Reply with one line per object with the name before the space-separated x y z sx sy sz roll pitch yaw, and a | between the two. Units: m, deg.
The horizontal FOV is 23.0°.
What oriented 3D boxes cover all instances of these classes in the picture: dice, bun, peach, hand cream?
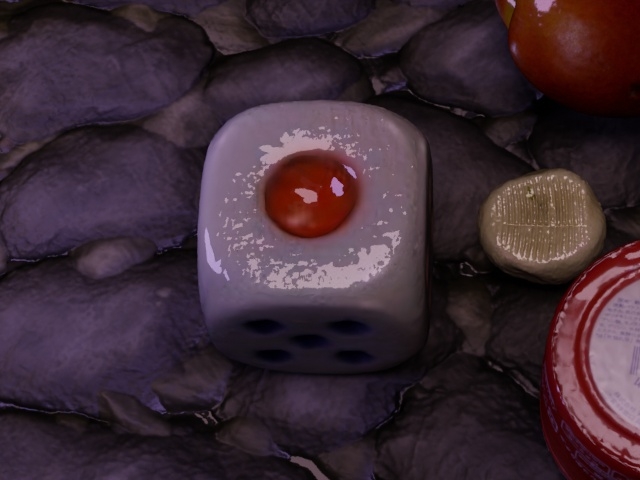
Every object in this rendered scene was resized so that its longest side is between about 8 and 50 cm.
dice | 0.000 0.000 1.357 0.194 0.192 0.193 -1 67 7
bun | 0.198 -0.009 1.407 0.115 0.069 0.115 -3 64 6
peach | 0.280 -0.228 1.429 0.243 0.199 0.243 0 73 -1
hand cream | 0.292 0.118 1.298 0.230 0.149 0.230 -3 67 7
